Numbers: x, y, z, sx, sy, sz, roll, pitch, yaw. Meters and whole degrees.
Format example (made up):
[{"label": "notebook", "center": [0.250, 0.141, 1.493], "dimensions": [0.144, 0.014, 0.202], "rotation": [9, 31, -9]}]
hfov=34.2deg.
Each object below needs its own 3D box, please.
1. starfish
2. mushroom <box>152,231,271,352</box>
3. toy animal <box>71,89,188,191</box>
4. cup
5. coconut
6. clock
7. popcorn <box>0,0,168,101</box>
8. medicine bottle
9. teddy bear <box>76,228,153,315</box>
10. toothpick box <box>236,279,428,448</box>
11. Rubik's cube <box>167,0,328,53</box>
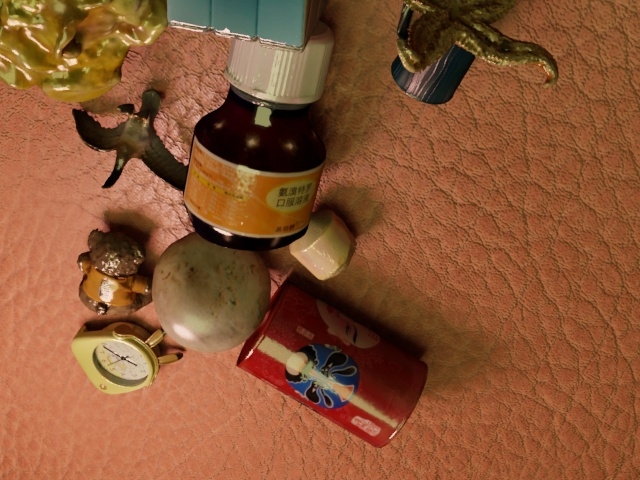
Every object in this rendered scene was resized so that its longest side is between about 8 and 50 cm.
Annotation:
[{"label": "starfish", "center": [0.204, -0.351, 1.554], "dimensions": [0.375, 0.327, 0.094], "rotation": [32, 153, -2]}, {"label": "mushroom", "center": [-0.219, 0.106, 2.073], "dimensions": [0.243, 0.243, 0.243], "rotation": [8, 127, 11]}, {"label": "toy animal", "center": [-0.359, -0.182, 1.907], "dimensions": [0.272, 0.197, 0.160], "rotation": [25, 125, 4]}, {"label": "cup", "center": [0.179, -0.316, 1.675], "dimensions": [0.150, 0.113, 0.138], "rotation": [32, 135, 2]}, {"label": "coconut", "center": [0.000, 0.000, 1.967], "dimensions": [0.116, 0.116, 0.122], "rotation": [-28, 116, 31]}, {"label": "clock", "center": [-0.424, 0.253, 2.309], "dimensions": [0.232, 0.069, 0.170], "rotation": [-11, 120, 22]}, {"label": "popcorn", "center": [-0.423, -0.403, 1.737], "dimensions": [0.334, 0.292, 0.293], "rotation": [-24, 79, 48]}, {"label": "medicine bottle", "center": [-0.103, -0.193, 1.782], "dimensions": [0.242, 0.242, 0.395], "rotation": [14, 122, 6]}, {"label": "teddy bear", "center": [-0.426, 0.066, 2.138], "dimensions": [0.177, 0.140, 0.190], "rotation": [17, 120, 8]}, {"label": "toothpick box", "center": [0.023, 0.248, 2.086], "dimensions": [0.333, 0.204, 0.204], "rotation": [30, 128, -7]}, {"label": "Rubik's cube", "center": [-0.103, -0.452, 1.601], "dimensions": [0.225, 0.221, 0.231], "rotation": [11, 127, 8]}]
